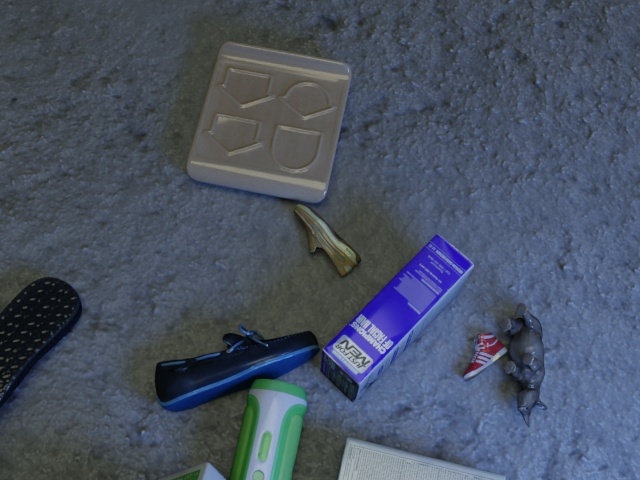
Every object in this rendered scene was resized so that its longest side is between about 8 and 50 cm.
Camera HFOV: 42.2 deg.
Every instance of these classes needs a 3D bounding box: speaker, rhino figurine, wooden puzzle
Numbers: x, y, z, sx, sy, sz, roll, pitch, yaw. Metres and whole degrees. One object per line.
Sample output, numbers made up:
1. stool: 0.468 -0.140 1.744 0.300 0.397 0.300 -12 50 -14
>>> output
1. speaker: -0.109 0.426 1.606 0.131 0.131 0.297 11 69 3
2. rhino figurine: 0.422 0.259 1.701 0.073 0.106 0.243 -11 66 29
3. wooden puzzle: -0.113 -0.268 1.915 0.322 0.080 0.348 11 73 4

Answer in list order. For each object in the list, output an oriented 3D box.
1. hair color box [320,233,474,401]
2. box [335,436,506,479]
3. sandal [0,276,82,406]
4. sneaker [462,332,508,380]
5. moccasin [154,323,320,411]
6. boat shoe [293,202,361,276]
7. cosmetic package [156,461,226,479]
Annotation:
1. hair color box: 0.151 0.160 1.687 0.110 0.185 0.339 41 72 14
2. box: 0.183 0.489 1.590 0.311 0.121 0.148 14 69 4
3. sandal: -0.662 0.263 1.687 0.167 0.107 0.446 38 60 14
4. sneaker: 0.329 0.239 1.735 0.118 0.042 0.067 -32 76 -21
5. moccasin: -0.175 0.235 1.678 0.341 0.138 0.117 -17 65 -9
6. boat shoe: 0.000 0.000 1.815 0.072 0.068 0.190 -44 75 -4
7. cosmetic package: -0.253 0.571 1.354 0.196 0.155 0.366 -26 26 22
